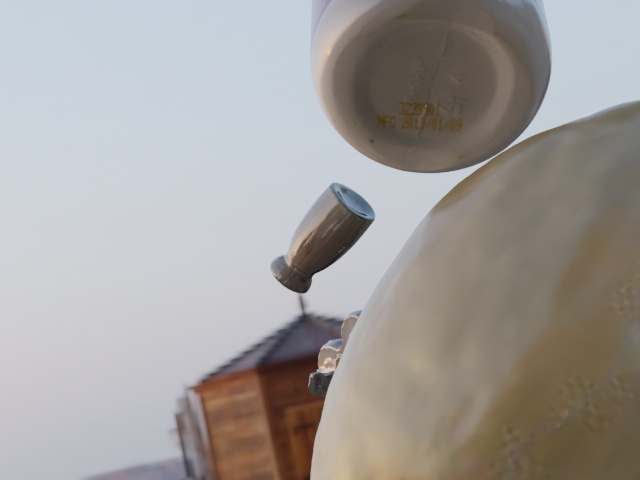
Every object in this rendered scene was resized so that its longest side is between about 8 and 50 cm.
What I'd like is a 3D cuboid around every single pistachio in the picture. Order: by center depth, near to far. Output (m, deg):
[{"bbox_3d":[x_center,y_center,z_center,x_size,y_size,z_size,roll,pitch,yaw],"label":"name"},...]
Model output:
[{"bbox_3d":[0.113,0.049,0.682,0.293,0.162,0.181,-45,41,-17],"label":"pistachio"}]

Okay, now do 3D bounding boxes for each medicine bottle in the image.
[{"bbox_3d":[0.060,-0.154,0.893,0.131,0.131,0.250,-14,35,10],"label":"medicine bottle"}]

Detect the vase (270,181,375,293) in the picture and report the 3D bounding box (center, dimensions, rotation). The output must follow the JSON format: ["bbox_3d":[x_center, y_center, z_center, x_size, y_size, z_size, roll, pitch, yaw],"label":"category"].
[{"bbox_3d":[0.000,0.000,1.386,0.100,0.053,0.053,-50,-24,20],"label":"vase"}]

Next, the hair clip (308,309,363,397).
[{"bbox_3d":[0.081,0.159,1.519,0.257,0.146,0.075,19,13,37],"label":"hair clip"}]
